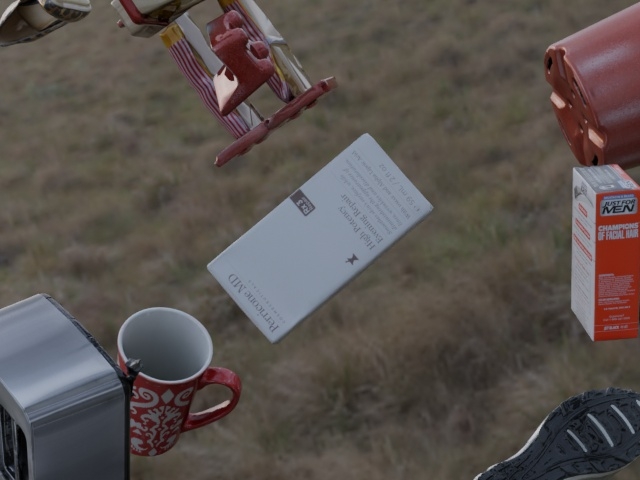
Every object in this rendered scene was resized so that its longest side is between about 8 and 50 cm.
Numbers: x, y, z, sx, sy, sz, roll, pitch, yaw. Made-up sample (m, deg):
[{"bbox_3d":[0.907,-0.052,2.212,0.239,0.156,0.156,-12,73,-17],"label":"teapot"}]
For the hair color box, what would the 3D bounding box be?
[{"bbox_3d":[0.304,0.012,1.394,0.053,0.167,0.093,-6,21,-3],"label":"hair color box"}]

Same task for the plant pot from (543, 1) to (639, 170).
[{"bbox_3d":[0.476,-0.228,1.854,0.265,0.272,0.272,-21,15,-3],"label":"plant pot"}]

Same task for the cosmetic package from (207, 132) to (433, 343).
[{"bbox_3d":[0.000,0.000,1.446,0.231,0.117,0.085,-41,-5,-3],"label":"cosmetic package"}]

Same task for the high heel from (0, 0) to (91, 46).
[{"bbox_3d":[-0.451,-0.342,2.042,0.186,0.093,0.261,-37,16,9],"label":"high heel"}]

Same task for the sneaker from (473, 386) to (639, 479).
[{"bbox_3d":[0.280,0.268,1.549,0.271,0.100,0.108,-34,-24,-2],"label":"sneaker"}]

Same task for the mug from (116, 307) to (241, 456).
[{"bbox_3d":[-0.187,0.188,1.579,0.150,0.169,0.113,37,46,17],"label":"mug"}]

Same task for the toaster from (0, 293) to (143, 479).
[{"bbox_3d":[-0.253,0.154,1.208,0.110,0.186,0.168,-21,43,-34],"label":"toaster"}]

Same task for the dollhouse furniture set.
[{"bbox_3d":[-0.121,-0.192,1.351,0.152,0.201,0.374,-34,2,13],"label":"dollhouse furniture set"}]
